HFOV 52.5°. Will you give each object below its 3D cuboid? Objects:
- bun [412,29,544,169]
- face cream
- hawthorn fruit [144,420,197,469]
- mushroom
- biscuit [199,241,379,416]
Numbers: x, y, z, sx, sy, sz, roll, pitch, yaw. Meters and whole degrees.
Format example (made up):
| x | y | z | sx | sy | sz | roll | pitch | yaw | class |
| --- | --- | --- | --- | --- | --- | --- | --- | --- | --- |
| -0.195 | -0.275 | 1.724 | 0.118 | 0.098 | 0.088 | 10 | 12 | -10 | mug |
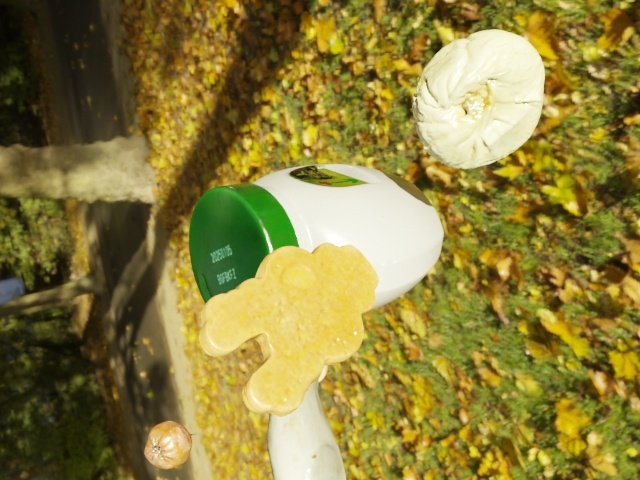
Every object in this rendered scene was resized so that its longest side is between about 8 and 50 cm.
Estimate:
| x | y | z | sx | sy | sz | roll | pitch | yaw | class |
| --- | --- | --- | --- | --- | --- | --- | --- | --- | --- |
| 0.207 | -0.184 | 0.842 | 0.164 | 0.188 | 0.111 | 57 | -178 | -7 | bun |
| 0.000 | 0.000 | 1.009 | 0.312 | 0.357 | 0.219 | 25 | 119 | 42 | face cream |
| -0.208 | 0.287 | 0.936 | 0.067 | 0.103 | 0.067 | 2 | 96 | 19 | hawthorn fruit |
| -0.025 | 0.267 | 0.959 | 0.103 | 0.118 | 0.270 | -30 | 42 | 23 | mushroom |
| -0.022 | 0.078 | 0.701 | 0.144 | 0.236 | 0.040 | 55 | 136 | 0 | biscuit |
